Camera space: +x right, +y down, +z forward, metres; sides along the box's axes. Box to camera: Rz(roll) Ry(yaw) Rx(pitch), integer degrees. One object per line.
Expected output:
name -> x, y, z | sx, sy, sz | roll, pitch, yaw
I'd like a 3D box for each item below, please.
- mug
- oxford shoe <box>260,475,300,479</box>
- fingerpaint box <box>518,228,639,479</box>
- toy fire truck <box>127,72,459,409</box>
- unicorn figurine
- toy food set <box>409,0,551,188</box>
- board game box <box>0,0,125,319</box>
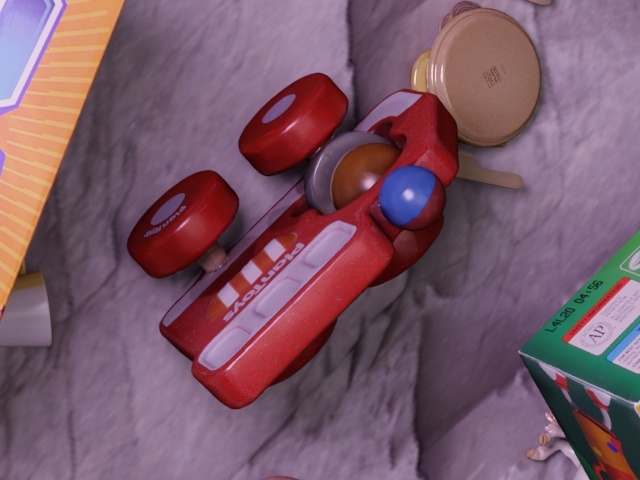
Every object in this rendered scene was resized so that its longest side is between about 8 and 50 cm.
mug -> -0.255, 0.054, 1.597 | 0.064, 0.078, 0.062 | -8, 131, -13
oxford shoe -> 0.077, 0.367, 1.709 | 0.397, 0.146, 0.140 | 43, 76, -21
fingerpaint box -> 0.437, 0.099, 1.776 | 0.445, 0.163, 0.371 | -44, 125, -17
toy fire truck -> 0.000, 0.000, 1.578 | 0.302, 0.254, 0.169 | -43, 110, -8
unicorn figurine -> 0.241, 0.235, 1.813 | 0.111, 0.060, 0.162 | 11, 91, -23
toy food set -> 0.138, -0.146, 1.752 | 0.132, 0.038, 0.192 | 13, 84, -30
board game box -> -0.382, -0.124, 1.357 | 0.356, 0.356, 0.356 | 22, 86, -24
